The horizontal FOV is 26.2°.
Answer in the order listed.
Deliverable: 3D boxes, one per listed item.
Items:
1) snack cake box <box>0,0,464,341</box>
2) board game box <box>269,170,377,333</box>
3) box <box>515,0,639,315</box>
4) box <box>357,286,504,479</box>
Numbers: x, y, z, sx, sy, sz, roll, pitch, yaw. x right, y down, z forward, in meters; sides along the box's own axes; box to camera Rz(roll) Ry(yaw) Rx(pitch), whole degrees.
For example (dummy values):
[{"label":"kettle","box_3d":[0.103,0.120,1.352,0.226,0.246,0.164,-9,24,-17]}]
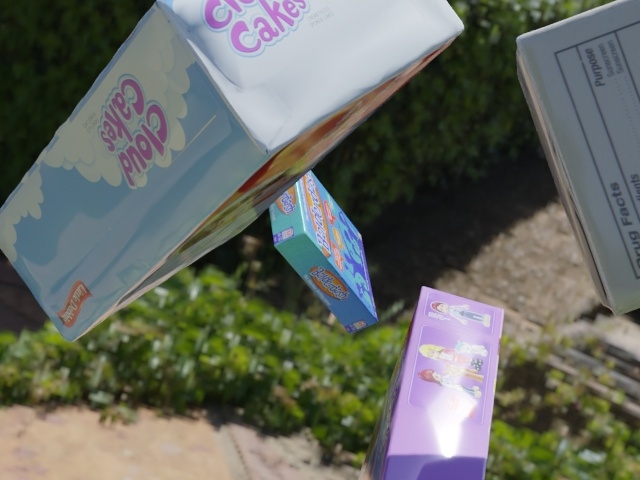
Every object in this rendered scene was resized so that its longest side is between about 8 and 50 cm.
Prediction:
[{"label":"snack cake box","box_3d":[-0.061,-0.056,0.739,0.152,0.264,0.089,-34,87,-38]},{"label":"board game box","box_3d":[0.000,0.000,1.784,0.210,0.047,0.160,50,22,-45]},{"label":"box","box_3d":[0.264,-0.081,0.677,0.311,0.147,0.121,-18,-2,9]},{"label":"box","box_3d":[0.040,0.191,0.776,0.057,0.200,0.293,16,35,1]}]
